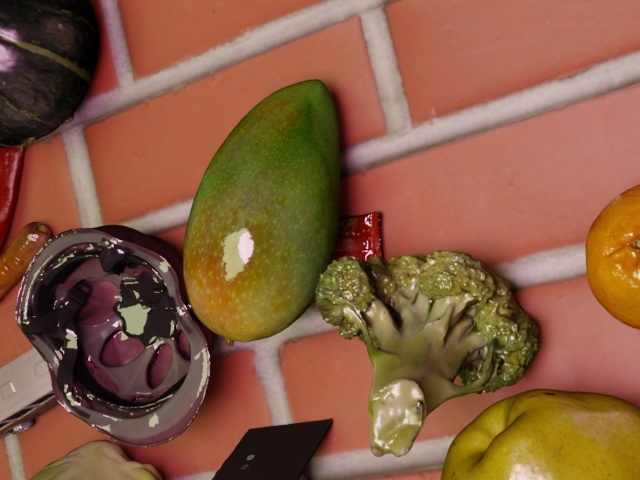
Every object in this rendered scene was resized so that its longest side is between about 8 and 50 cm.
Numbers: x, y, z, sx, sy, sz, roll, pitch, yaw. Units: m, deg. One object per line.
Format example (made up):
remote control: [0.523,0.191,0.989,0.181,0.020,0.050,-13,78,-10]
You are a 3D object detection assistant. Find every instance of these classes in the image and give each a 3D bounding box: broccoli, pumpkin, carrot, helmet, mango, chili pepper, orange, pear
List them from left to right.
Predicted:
chili pepper: [-0.602,-0.020,1.714,0.131,0.134,0.339,12,96,25]
pumpkin: [-0.503,-0.303,1.573,0.323,0.241,0.324,-5,78,24]
carrot: [-0.542,0.056,1.735,0.248,0.059,0.059,-45,72,27]
helmet: [-0.281,0.127,1.507,0.271,0.197,0.338,-40,88,16]
mango: [-0.067,-0.048,1.341,0.201,0.225,0.382,16,72,6]
broccoli: [0.119,0.093,1.220,0.254,0.302,0.186,43,114,25]
pear: [0.286,0.312,1.156,0.294,0.294,0.295,2,93,30]
orange: [0.392,0.019,1.146,0.177,0.155,0.178,10,111,29]

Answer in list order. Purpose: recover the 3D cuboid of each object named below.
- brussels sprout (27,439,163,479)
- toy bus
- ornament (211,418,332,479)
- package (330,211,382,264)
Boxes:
brussels sprout: [-0.354,0.488,1.529,0.344,0.344,0.268,31,144,25]
toy bus: [-0.493,0.251,1.668,0.342,0.138,0.097,-30,80,26]
ornament: [-0.047,0.391,1.460,0.166,0.153,0.196,-11,111,31]
package: [0.000,0.000,1.438,0.200,0.022,0.083,1,92,31]
